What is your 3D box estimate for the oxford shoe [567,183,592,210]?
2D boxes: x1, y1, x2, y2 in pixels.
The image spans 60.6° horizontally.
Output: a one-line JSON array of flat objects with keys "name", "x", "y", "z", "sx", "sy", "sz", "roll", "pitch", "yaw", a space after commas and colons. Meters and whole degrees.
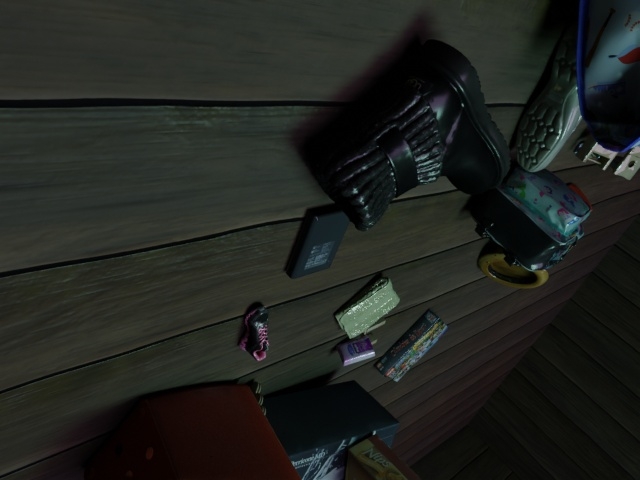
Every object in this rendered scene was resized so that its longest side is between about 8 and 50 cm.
[{"name": "oxford shoe", "x": 0.732, "y": -0.106, "z": 1.652, "sx": 0.271, "sy": 0.097, "sz": 0.098, "roll": -2, "pitch": 149, "yaw": -45}]

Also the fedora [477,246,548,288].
[{"name": "fedora", "x": 0.549, "y": 0.064, "z": 1.552, "sx": 0.194, "sy": 0.194, "sz": 0.079, "roll": 70, "pitch": 40, "yaw": -58}]

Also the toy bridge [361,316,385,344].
[{"name": "toy bridge", "x": 0.126, "y": 0.200, "z": 1.323, "sx": 0.063, "sy": 0.026, "sz": 0.188, "roll": -21, "pitch": 143, "yaw": -32}]

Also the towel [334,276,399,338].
[{"name": "towel", "x": 0.106, "y": 0.150, "z": 1.212, "sx": 0.148, "sy": 0.027, "sz": 0.110, "roll": -38, "pitch": 138, "yaw": -4}]

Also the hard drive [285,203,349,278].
[{"name": "hard drive", "x": 0.000, "y": 0.000, "z": 0.923, "sx": 0.094, "sy": 0.022, "sz": 0.135, "roll": -14, "pitch": 139, "yaw": -41}]

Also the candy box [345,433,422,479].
[{"name": "candy box", "x": 0.134, "y": 0.605, "z": 1.193, "sx": 0.087, "sy": 0.183, "sz": 0.317, "roll": -18, "pitch": 125, "yaw": -33}]

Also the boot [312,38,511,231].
[{"name": "boot", "x": 0.147, "y": -0.107, "z": 0.857, "sx": 0.260, "sy": 0.131, "sz": 0.348, "roll": -51, "pitch": 140, "yaw": -2}]

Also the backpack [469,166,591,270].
[{"name": "backpack", "x": 0.497, "y": -0.056, "z": 1.269, "sx": 0.253, "sy": 0.225, "sz": 0.191, "roll": -5, "pitch": 137, "yaw": -54}]

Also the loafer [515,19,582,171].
[{"name": "loafer", "x": 0.494, "y": -0.280, "z": 1.098, "sx": 0.111, "sy": 0.112, "sz": 0.320, "roll": -13, "pitch": 138, "yaw": -30}]

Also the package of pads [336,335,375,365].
[{"name": "package of pads", "x": 0.083, "y": 0.263, "z": 1.301, "sx": 0.083, "sy": 0.050, "sz": 0.032, "roll": -15, "pitch": 147, "yaw": -13}]

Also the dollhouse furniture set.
[{"name": "dollhouse furniture set", "x": 0.779, "y": -0.272, "z": 1.487, "sx": 0.183, "sy": 0.129, "sz": 0.129, "roll": 14, "pitch": 120, "yaw": -23}]

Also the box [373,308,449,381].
[{"name": "box", "x": 0.274, "y": 0.316, "z": 1.631, "sx": 0.233, "sy": 0.044, "sz": 0.159, "roll": -46, "pitch": 151, "yaw": 2}]

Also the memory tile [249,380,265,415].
[{"name": "memory tile", "x": -0.163, "y": 0.363, "z": 1.096, "sx": 0.012, "sy": 0.113, "sz": 0.148, "roll": 38, "pitch": 99, "yaw": -25}]

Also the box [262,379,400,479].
[{"name": "box", "x": -0.034, "y": 0.523, "z": 1.263, "sx": 0.343, "sy": 0.179, "sz": 0.313, "roll": 0, "pitch": 113, "yaw": -40}]

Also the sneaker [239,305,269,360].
[{"name": "sneaker", "x": -0.106, "y": 0.166, "z": 0.964, "sx": 0.047, "sy": 0.057, "sz": 0.119, "roll": -18, "pitch": 140, "yaw": -35}]

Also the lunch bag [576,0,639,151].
[{"name": "lunch bag", "x": 0.594, "y": -0.359, "z": 0.901, "sx": 0.327, "sy": 0.239, "sz": 0.386, "roll": -19, "pitch": 120, "yaw": -33}]

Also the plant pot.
[{"name": "plant pot", "x": -0.235, "y": 0.411, "z": 0.933, "sx": 0.267, "sy": 0.267, "sz": 0.235, "roll": -50, "pitch": 137, "yaw": 8}]
